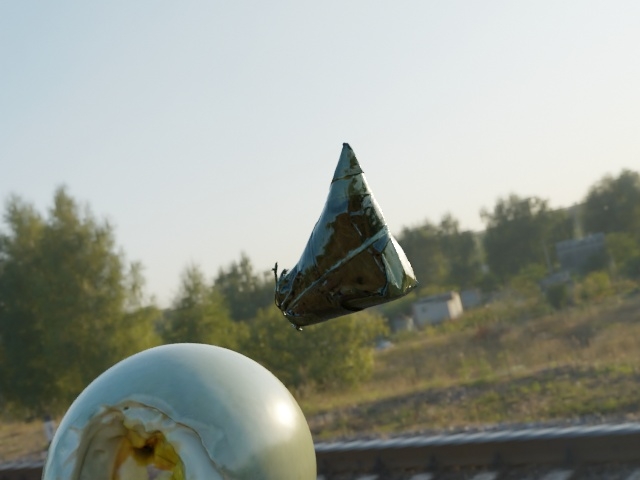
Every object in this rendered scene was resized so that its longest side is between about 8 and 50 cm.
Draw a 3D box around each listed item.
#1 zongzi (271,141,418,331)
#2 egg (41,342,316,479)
[{"bbox_3d":[0.000,0.000,0.697,0.109,0.119,0.055,-20,7,29],"label":"zongzi"},{"bbox_3d":[-0.141,0.249,1.015,0.279,0.278,0.336,-13,-8,7],"label":"egg"}]
